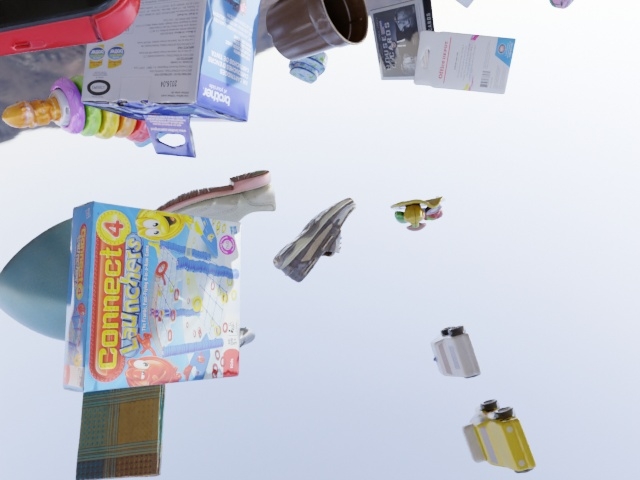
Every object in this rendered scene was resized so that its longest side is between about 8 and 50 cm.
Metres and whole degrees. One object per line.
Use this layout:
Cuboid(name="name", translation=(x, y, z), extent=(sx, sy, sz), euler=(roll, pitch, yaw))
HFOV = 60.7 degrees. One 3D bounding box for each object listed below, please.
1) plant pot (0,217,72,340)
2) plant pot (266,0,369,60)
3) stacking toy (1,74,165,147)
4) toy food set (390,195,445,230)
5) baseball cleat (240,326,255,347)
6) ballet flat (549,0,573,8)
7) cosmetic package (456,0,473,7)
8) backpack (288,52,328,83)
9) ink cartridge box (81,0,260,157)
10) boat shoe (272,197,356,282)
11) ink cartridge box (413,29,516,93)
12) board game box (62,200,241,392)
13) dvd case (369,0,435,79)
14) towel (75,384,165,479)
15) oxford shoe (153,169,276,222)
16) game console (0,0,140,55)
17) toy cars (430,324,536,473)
Cuboid(name="plant pot", translation=(-0.522, 0.112, 1.203), extent=(0.195, 0.290, 0.290), euler=(44, -131, 8))
Cuboid(name="plant pot", translation=(-0.014, -0.462, 1.132), extent=(0.165, 0.167, 0.167), euler=(-8, -156, 38))
Cuboid(name="stacking toy", translation=(-0.455, -0.258, 1.056), extent=(0.301, 0.166, 0.175), euler=(-21, -173, -43))
Cuboid(name="toy food set", translation=(0.243, -0.061, 1.320), extent=(0.128, 0.071, 0.218), euler=(-10, 178, 17))
Cuboid(name="baseball cleat", translation=(-0.236, 0.282, 1.419), extent=(0.205, 0.072, 0.109), euler=(1, -139, -49))
Cuboid(name="ballet flat", translation=(0.436, -0.482, 0.881), extent=(0.079, 0.077, 0.222), euler=(10, -106, 53))
Cuboid(name="cosmetic package", translation=(0.188, -0.520, 0.958), extent=(0.231, 0.085, 0.117), euler=(26, -147, -20))
Cuboid(name="backpack", translation=(-0.034, -0.531, 1.648), extent=(0.105, 0.084, 0.114), euler=(21, 165, -22))
Cuboid(name="ink cartridge box", translation=(-0.252, -0.347, 0.927), extent=(0.269, 0.396, 0.151), euler=(9, -178, 29))
Cuboid(name="boat shoe", translation=(0.000, 0.000, 1.800), extent=(0.355, 0.130, 0.132), euler=(-44, -169, -20))
Cuboid(name="ink cartridge box", translation=(0.273, -0.348, 1.063), extent=(0.181, 0.104, 0.061), euler=(5, -160, -2))
Cuboid(name="board game box", translation=(-0.290, 0.103, 0.992), extent=(0.086, 0.308, 0.301), euler=(-8, 170, 44))
Cuboid(name="dvd case", translation=(0.202, -0.483, 1.332), extent=(0.029, 0.179, 0.238), euler=(-20, -158, -19))
Cuboid(name="towel", translation=(-0.582, 0.501, 1.608), extent=(0.271, 0.040, 0.370), euler=(-8, -112, 11))
Cuboid(name="oxford shoe", translation=(-0.323, -0.090, 1.647), extent=(0.396, 0.147, 0.140), euler=(-17, -161, -3))
Cuboid(name="game console", translation=(-0.430, -0.403, 0.670), extent=(0.341, 0.387, 0.060), euler=(-16, 171, -12))
Cuboid(name="toy cars", translation=(0.279, 0.289, 1.034), extent=(0.087, 0.177, 0.394), euler=(-17, -148, 0))
